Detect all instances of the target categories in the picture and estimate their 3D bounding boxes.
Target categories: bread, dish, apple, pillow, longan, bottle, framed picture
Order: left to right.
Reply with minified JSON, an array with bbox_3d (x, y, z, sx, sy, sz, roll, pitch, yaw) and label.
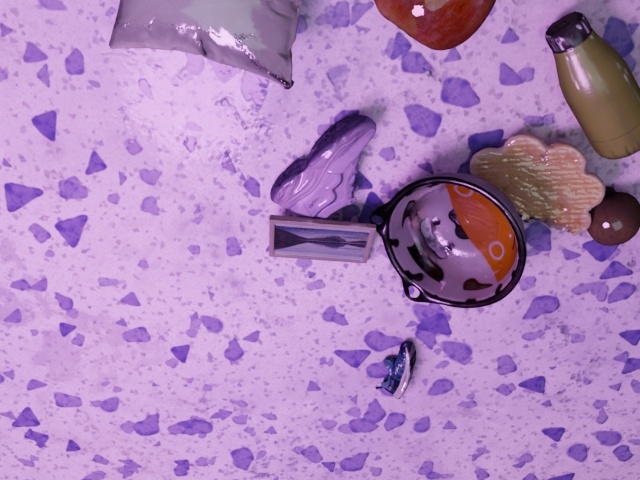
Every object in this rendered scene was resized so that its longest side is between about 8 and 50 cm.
[{"bbox_3d":[-0.160,-0.422,1.075,0.313,0.119,0.310,13,105,-3],"label":"pillow"},{"bbox_3d":[0.000,0.000,1.354,0.203,0.015,0.150,5,151,-3],"label":"framed picture"},{"bbox_3d":[0.181,-0.395,1.064,0.188,0.188,0.174,31,108,-16],"label":"apple"},{"bbox_3d":[0.259,-0.015,1.296,0.303,0.120,0.303,17,127,25],"label":"dish"},{"bbox_3d":[0.400,-0.109,1.291,0.251,0.039,0.181,14,119,8],"label":"bread"},{"bbox_3d":[0.473,-0.265,1.180,0.112,0.112,0.260,-33,114,18],"label":"bottle"},{"bbox_3d":[0.556,-0.050,1.319,0.106,0.106,0.119,-22,76,13],"label":"longan"}]

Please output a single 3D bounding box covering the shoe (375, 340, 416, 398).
[{"bbox_3d":[0.172,0.283,1.538,0.071,0.064,0.142,19,115,11],"label":"shoe"}]

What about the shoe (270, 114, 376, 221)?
[{"bbox_3d":[0.029,-0.122,1.286,0.138,0.095,0.245,38,117,-23],"label":"shoe"}]
